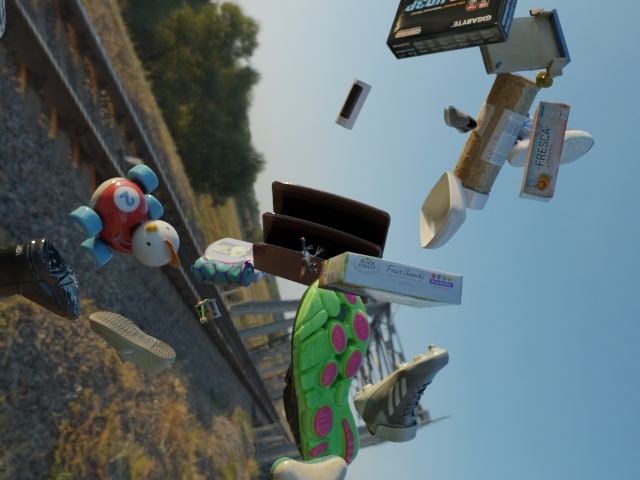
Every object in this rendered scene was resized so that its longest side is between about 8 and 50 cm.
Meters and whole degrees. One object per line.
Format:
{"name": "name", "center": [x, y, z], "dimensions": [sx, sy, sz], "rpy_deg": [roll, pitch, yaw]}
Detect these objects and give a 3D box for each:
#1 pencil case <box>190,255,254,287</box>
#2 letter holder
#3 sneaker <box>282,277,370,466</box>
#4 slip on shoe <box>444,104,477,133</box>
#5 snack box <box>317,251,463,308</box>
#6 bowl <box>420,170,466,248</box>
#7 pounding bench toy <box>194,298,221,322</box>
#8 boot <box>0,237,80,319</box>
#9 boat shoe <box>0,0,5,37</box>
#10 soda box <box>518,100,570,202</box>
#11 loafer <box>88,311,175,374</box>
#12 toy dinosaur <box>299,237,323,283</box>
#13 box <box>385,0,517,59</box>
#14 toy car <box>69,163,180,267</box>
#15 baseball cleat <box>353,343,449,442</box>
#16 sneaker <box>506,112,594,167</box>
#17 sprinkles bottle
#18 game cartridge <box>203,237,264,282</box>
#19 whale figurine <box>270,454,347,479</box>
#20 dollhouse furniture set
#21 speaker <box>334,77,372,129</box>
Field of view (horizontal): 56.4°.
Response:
{"name": "pencil case", "center": [-0.240, 0.076, 1.475], "dimensions": [0.064, 0.152, 0.070], "rpy_deg": [-18, 111, -66]}
{"name": "letter holder", "center": [0.000, 0.000, 1.450], "dimensions": [0.214, 0.302, 0.152], "rpy_deg": [94, 15, -55]}
{"name": "sneaker", "center": [-0.015, 0.291, 1.321], "dimensions": [0.202, 0.185, 0.482], "rpy_deg": [33, -56, 53]}
{"name": "slip on shoe", "center": [0.331, -0.286, 1.414], "dimensions": [0.135, 0.041, 0.051], "rpy_deg": [18, 74, -55]}
{"name": "snack box", "center": [0.078, 0.049, 0.693], "dimensions": [0.100, 0.141, 0.037], "rpy_deg": [148, -48, -71]}
{"name": "bowl", "center": [0.267, -0.058, 1.287], "dimensions": [0.142, 0.053, 0.141], "rpy_deg": [119, -16, -46]}
{"name": "pounding bench toy", "center": [-0.352, 0.215, 1.833], "dimensions": [0.083, 0.052, 0.065], "rpy_deg": [0, 68, -78]}
{"name": "boot", "center": [-0.605, 0.086, 1.171], "dimensions": [0.246, 0.207, 0.094], "rpy_deg": [90, -8, -56]}
{"name": "boat shoe", "center": [-0.756, -0.440, 1.220], "dimensions": [0.355, 0.130, 0.132], "rpy_deg": [-108, -151, -59]}
{"name": "soda box", "center": [0.428, -0.169, 1.144], "dimensions": [0.063, 0.058, 0.183], "rpy_deg": [33, 70, -77]}
{"name": "loafer", "center": [-0.543, 0.294, 1.681], "dimensions": [0.092, 0.269, 0.102], "rpy_deg": [-61, 175, 11]}
{"name": "toy dinosaur", "center": [-0.035, 0.035, 1.307], "dimensions": [0.082, 0.090, 0.047], "rpy_deg": [50, -5, 41]}
{"name": "box", "center": [0.243, -0.425, 1.078], "dimensions": [0.051, 0.220, 0.175], "rpy_deg": [38, 64, -46]}
{"name": "toy car", "center": [-0.420, -0.022, 1.426], "dimensions": [0.238, 0.219, 0.210], "rpy_deg": [29, -37, 17]}
{"name": "baseball cleat", "center": [0.136, 0.239, 0.905], "dimensions": [0.206, 0.072, 0.109], "rpy_deg": [-45, -115, 43]}
{"name": "sneaker", "center": [0.666, -0.352, 1.865], "dimensions": [0.130, 0.323, 0.236], "rpy_deg": [105, -31, -51]}
{"name": "sprinkles bottle", "center": [0.444, -0.259, 1.560], "dimensions": [0.121, 0.121, 0.355], "rpy_deg": [-117, -135, -63]}
{"name": "game cartridge", "center": [-0.262, 0.057, 1.898], "dimensions": [0.294, 0.196, 0.060], "rpy_deg": [-67, 166, -76]}
{"name": "whale figurine", "center": [-0.059, 0.382, 0.758], "dimensions": [0.141, 0.216, 0.271], "rpy_deg": [28, -74, 56]}
{"name": "dollhouse furniture set", "center": [0.394, -0.481, 1.445], "dimensions": [0.198, 0.287, 0.303], "rpy_deg": [129, -51, -74]}
{"name": "speaker", "center": [0.091, -0.380, 1.674], "dimensions": [0.136, 0.055, 0.055], "rpy_deg": [-64, -160, 15]}
